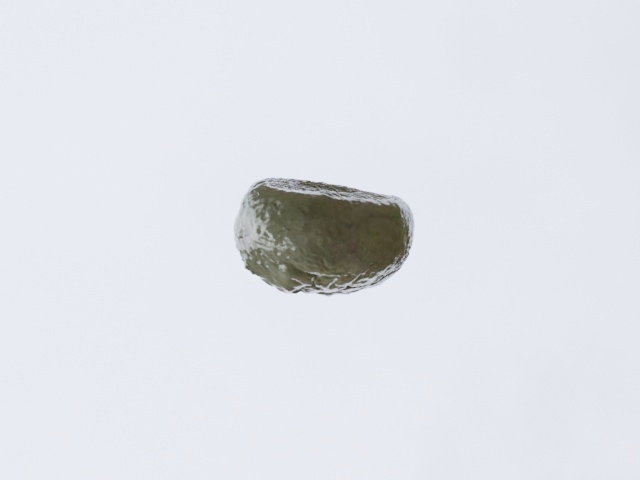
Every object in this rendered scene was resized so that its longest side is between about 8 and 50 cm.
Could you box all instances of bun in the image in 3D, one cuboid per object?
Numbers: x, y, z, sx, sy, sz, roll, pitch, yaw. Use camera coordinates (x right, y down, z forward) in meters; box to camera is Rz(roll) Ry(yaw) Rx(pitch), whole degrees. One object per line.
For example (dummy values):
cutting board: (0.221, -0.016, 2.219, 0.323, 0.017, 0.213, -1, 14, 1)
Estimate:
bun: (0.000, 0.000, 0.616, 0.115, 0.115, 0.069, 1, -81, -35)
